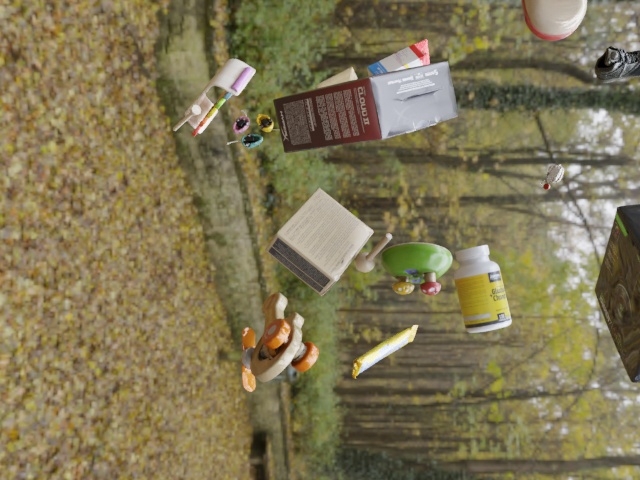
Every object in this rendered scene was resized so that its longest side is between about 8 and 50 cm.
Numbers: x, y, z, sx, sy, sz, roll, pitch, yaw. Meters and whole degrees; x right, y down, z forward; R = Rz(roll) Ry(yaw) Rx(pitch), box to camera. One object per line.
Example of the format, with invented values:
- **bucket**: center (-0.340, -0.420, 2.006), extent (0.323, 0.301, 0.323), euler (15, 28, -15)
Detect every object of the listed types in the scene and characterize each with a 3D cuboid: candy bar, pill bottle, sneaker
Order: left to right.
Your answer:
- **candy bar**: center (0.108, 0.186, 1.205), extent (0.161, 0.018, 0.040), euler (-24, 140, -40)
- **pill bottle**: center (0.356, 0.107, 1.590), extent (0.103, 0.103, 0.184), euler (53, 25, -85)
- **sneaker**: center (1.037, -0.606, 2.401), extent (0.130, 0.227, 0.087), euler (23, 63, -56)

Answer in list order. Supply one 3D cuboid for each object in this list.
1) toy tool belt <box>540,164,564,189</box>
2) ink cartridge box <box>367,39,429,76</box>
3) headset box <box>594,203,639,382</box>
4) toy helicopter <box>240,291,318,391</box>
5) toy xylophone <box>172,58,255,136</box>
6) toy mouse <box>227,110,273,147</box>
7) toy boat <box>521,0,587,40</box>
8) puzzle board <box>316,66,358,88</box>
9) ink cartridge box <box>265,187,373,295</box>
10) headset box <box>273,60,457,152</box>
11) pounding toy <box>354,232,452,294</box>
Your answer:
- **toy tool belt**: center (0.723, -0.198, 2.218), extent (0.051, 0.052, 0.083), euler (-20, 137, -61)
- **ink cartridge box**: center (0.283, -0.567, 2.416), extent (0.078, 0.231, 0.134), euler (59, -7, 36)
- **headset box**: center (0.656, 0.094, 1.386), extent (0.283, 0.131, 0.246), euler (82, 3, -47)
- **toy helicopter**: center (-0.141, 0.271, 2.017), extent (0.140, 0.235, 0.355), euler (41, 18, -22)
- **toy xylophone**: center (-0.329, -0.416, 2.148), extent (0.236, 0.081, 0.322), euler (-57, -163, -21)
- **toy mouse**: center (-0.203, -0.303, 2.015), extent (0.161, 0.143, 0.031), euler (43, -15, 30)
- **toy boat**: center (0.566, -0.602, 1.782), extent (0.151, 0.151, 0.231), euler (83, 2, -74)
- **puzzle board**: center (0.063, -0.487, 2.288), extent (0.096, 0.128, 0.011), euler (61, 6, -32)
- **ink cartridge box**: center (0.000, 0.000, 1.856), extent (0.235, 0.193, 0.088), euler (-49, 179, -45)
- **headset box**: center (0.092, -0.247, 1.321), extent (0.218, 0.293, 0.110), euler (-22, 105, -39)
- **pounding toy**: center (0.219, 0.083, 1.801), extent (0.183, 0.237, 0.110), euler (-36, -134, 55)
